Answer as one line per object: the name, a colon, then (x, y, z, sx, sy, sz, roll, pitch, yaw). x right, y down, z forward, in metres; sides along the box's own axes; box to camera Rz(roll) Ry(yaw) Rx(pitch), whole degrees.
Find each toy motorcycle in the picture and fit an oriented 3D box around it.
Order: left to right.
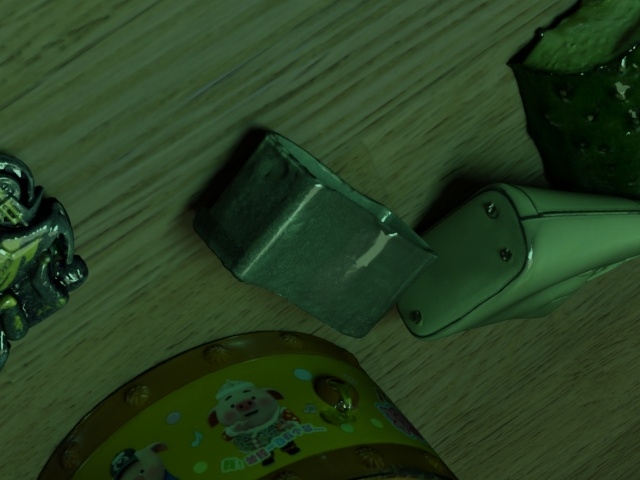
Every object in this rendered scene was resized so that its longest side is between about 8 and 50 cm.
toy motorcycle: (-0.243, 0.030, 0.931, 0.124, 0.061, 0.193, 16, 106, -35)

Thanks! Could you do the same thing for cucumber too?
cucumber: (0.301, -0.099, 1.193, 0.145, 0.105, 0.325, -38, 140, -4)

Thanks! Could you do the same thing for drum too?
drum: (-0.068, 0.313, 1.181, 0.431, 0.214, 0.431, -20, 135, -21)

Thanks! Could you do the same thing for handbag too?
handbag: (0.244, 0.028, 1.210, 0.315, 0.109, 0.241, 4, 152, -37)

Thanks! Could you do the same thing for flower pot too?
flower pot: (0.000, 0.000, 1.052, 0.108, 0.103, 0.229, -48, 138, 8)
